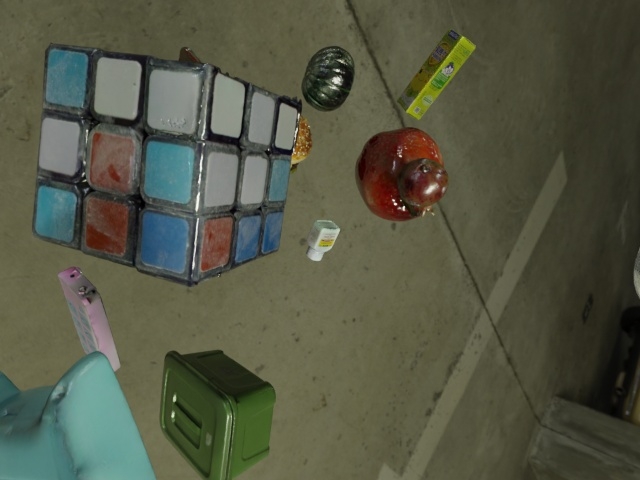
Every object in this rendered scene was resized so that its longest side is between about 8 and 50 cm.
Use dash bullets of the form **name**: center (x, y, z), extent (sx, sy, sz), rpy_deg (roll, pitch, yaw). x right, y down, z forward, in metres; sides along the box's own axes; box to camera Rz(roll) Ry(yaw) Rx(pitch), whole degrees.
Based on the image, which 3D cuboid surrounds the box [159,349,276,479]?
- **box**: center (-0.269, 0.439, 1.059), extent (0.177, 0.328, 0.253), rpy_deg (1, 102, -46)

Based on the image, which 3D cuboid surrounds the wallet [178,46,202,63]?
- **wallet**: center (-0.323, -0.438, 1.195), extent (0.031, 0.137, 0.255), rpy_deg (-44, 98, -20)

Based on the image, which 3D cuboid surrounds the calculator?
- **calculator**: center (-0.207, 0.298, 0.350), extent (0.054, 0.256, 0.386), rpy_deg (-20, 93, -61)

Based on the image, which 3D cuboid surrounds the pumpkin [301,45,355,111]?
- **pumpkin**: center (0.028, -0.556, 1.413), extent (0.161, 0.220, 0.221), rpy_deg (15, 88, -24)

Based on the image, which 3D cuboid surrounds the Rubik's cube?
- **Rubik's cube**: center (-0.278, -0.144, 0.808), extent (0.362, 0.358, 0.363), rpy_deg (-27, 129, -71)

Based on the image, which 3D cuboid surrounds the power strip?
- **power strip**: center (-0.487, 0.178, 0.867), extent (0.037, 0.109, 0.279), rpy_deg (-34, 147, -41)

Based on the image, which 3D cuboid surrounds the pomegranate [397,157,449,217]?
- **pomegranate**: center (0.258, -0.131, 1.057), extent (0.129, 0.129, 0.159), rpy_deg (-23, 136, -38)

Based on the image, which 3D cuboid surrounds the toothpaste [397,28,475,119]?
- **toothpaste**: center (0.431, -0.626, 1.555), extent (0.077, 0.110, 0.327), rpy_deg (21, 124, -28)

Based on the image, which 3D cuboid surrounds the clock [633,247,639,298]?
- **clock**: center (0.749, 0.064, 0.849), extent (0.064, 0.172, 0.198), rpy_deg (-13, 143, -47)

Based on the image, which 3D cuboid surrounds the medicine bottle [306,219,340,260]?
- **medicine bottle**: center (0.000, 0.000, 1.233), extent (0.074, 0.055, 0.118), rpy_deg (-1, 126, -43)

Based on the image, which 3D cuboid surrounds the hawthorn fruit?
- **hawthorn fruit**: center (0.254, -0.185, 1.267), extent (0.285, 0.284, 0.369), rpy_deg (58, 17, -34)

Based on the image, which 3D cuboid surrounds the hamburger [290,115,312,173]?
- **hamburger**: center (-0.165, -0.375, 1.515), extent (0.291, 0.225, 0.291), rpy_deg (23, 49, -30)
